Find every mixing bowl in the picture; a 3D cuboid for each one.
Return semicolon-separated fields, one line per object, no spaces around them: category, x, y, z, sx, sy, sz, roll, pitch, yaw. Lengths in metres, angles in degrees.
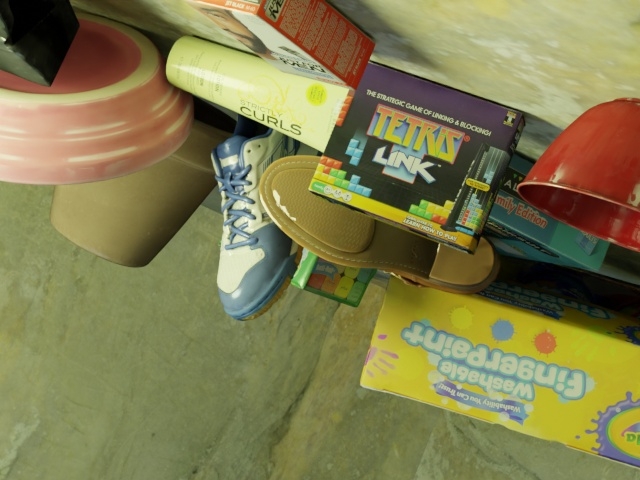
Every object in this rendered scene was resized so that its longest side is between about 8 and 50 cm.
mixing bowl;0.263;-0.054;1.096;0.181;0.098;0.181;23;175;2

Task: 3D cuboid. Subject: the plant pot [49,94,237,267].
plant pot;-0.252;-0.097;1.800;0.263;0.229;0.263;28;-170;-5

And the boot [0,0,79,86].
boot;-0.506;-0.314;1.366;0.445;0.146;0.367;20;172;20

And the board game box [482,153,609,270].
board game box;0.153;-0.062;1.598;0.253;0.079;0.336;25;174;-24

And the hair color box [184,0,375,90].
hair color box;-0.035;-0.192;1.177;0.093;0.053;0.167;20;173;36

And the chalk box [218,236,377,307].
chalk box;0.000;0.000;1.754;0.213;0.132;0.132;27;-178;40

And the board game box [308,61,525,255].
board game box;0.093;-0.081;1.294;0.170;0.141;0.048;20;177;16

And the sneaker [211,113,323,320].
sneaker;-0.086;-0.053;1.561;0.111;0.296;0.131;-14;142;36

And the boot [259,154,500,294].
boot;0.072;-0.013;1.555;0.283;0.109;0.220;15;178;4

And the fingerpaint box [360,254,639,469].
fingerpaint box;0.310;0.136;1.814;0.444;0.163;0.371;16;-166;8

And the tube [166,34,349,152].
tube;-0.058;-0.164;1.477;0.240;0.062;0.070;23;158;22

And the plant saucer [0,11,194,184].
plant saucer;-0.310;-0.179;1.542;0.332;0.084;0.332;4;-147;-3
